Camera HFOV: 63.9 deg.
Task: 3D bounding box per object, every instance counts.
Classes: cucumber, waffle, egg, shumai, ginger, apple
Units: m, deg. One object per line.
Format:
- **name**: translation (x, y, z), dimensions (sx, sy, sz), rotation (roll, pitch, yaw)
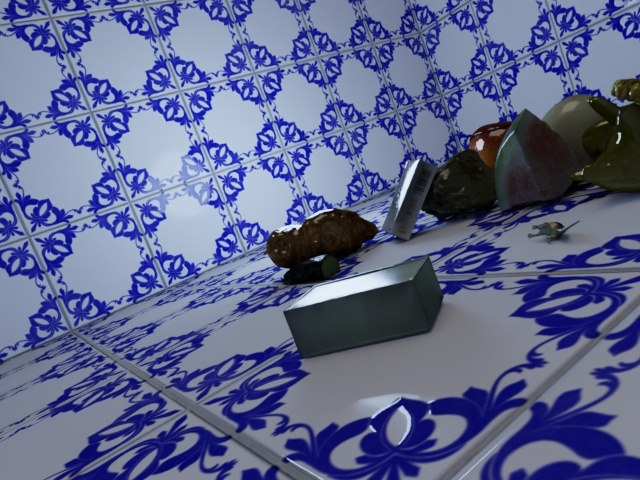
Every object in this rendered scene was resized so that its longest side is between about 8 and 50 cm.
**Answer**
- **cucumber**: translation (-0.038, 0.082, 1.472), dimensions (0.078, 0.062, 0.211), rotation (-27, 9, -37)
- **waffle**: translation (0.660, -0.282, 0.993), dimensions (0.194, 0.051, 0.149), rotation (-2, 24, -36)
- **egg**: translation (0.677, -0.275, 1.394), dimensions (0.185, 0.242, 0.186), rotation (5, 33, -3)
- **shumai**: translation (0.409, -0.141, 1.565), dimensions (0.255, 0.189, 0.218), rotation (-36, -7, -43)
- **ginger**: translation (0.009, -0.002, 1.688), dimensions (0.357, 0.153, 0.274), rotation (-19, -13, 17)
- **apple**: translation (0.695, -0.340, 1.952), dimensions (0.251, 0.207, 0.272), rotation (-8, 1, -19)

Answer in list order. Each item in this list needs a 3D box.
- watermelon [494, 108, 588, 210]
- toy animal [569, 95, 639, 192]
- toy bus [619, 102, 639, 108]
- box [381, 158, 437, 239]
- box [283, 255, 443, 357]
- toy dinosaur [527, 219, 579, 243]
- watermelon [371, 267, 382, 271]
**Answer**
- **watermelon**: translation (0.556, -0.187, 1.327), dimensions (0.193, 0.232, 0.310), rotation (-26, -37, -19)
- **toy animal**: translation (0.645, -0.208, 1.124), dimensions (0.180, 0.181, 0.363), rotation (15, 19, 6)
- **toy bus**: translation (0.933, -0.334, 1.381), dimensions (0.330, 0.151, 0.145), rotation (-21, 5, 7)
- **box**: translation (0.263, -0.123, 1.541), dimensions (0.066, 0.233, 0.149), rotation (21, 5, -4)
- **box**: translation (0.073, 0.107, 0.834), dimensions (0.225, 0.086, 0.129), rotation (-18, 7, 26)
- **toy dinosaur**: translation (0.423, -0.019, 0.950), dimensions (0.058, 0.037, 0.180), rotation (-25, 5, 6)
- **watermelon**: translation (0.099, 0.091, 0.977), dimensions (0.105, 0.062, 0.105), rotation (-24, -1, 0)
